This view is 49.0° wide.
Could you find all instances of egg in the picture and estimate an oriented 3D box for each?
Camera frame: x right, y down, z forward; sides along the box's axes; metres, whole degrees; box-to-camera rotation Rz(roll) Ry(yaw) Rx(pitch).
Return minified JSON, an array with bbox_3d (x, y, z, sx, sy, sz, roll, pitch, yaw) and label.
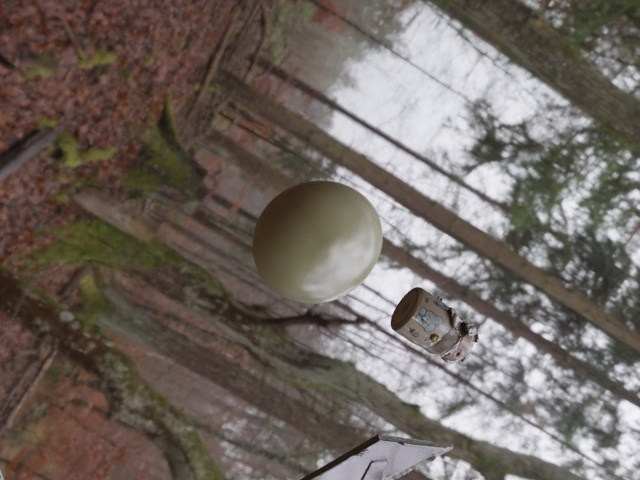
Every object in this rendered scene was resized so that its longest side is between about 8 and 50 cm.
[{"bbox_3d":[0.000,0.000,1.081,0.186,0.186,0.241,-54,163,27],"label":"egg"}]

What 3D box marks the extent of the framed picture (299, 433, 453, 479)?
[{"bbox_3d":[0.113,0.472,1.467,0.281,0.208,0.019,-42,-136,38],"label":"framed picture"}]

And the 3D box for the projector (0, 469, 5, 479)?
[{"bbox_3d":[-0.374,0.387,0.795,0.108,0.338,0.108,-16,-171,3],"label":"projector"}]

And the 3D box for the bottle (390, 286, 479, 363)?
[{"bbox_3d":[0.207,0.153,1.217,0.099,0.152,0.099,-54,-171,13],"label":"bottle"}]
